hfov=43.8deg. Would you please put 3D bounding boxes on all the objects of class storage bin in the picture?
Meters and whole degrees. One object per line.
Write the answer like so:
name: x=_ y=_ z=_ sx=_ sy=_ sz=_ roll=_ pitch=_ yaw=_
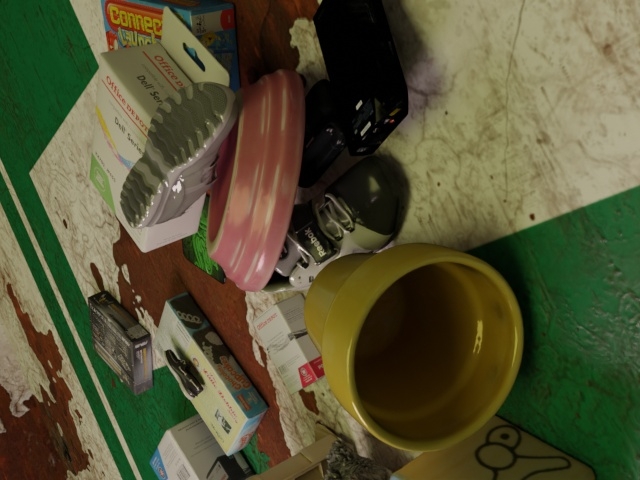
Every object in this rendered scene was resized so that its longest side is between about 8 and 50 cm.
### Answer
storage bin: x=-0.071 y=0.501 z=1.444 sx=0.123 sy=0.262 sz=0.260 roll=28 pitch=129 yaw=46

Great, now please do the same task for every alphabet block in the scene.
alphabet block: x=0.225 y=0.379 z=1.062 sx=0.192 sy=0.197 sz=0.193 roll=26 pitch=128 yaw=43

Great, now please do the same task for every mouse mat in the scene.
mouse mat: x=-0.240 y=-0.018 z=1.606 sx=0.152 sy=0.007 sz=0.190 roll=29 pitch=131 yaw=41

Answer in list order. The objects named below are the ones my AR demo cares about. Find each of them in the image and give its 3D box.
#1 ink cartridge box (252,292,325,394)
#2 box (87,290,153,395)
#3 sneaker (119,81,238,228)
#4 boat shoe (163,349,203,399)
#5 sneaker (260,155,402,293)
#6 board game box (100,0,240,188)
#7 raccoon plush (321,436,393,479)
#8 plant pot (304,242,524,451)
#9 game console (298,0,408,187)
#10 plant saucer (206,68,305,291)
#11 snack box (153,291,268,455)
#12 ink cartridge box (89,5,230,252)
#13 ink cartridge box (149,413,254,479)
ink cartridge box: x=-0.044 y=0.183 z=1.413 sx=0.150 sy=0.063 sz=0.109 roll=61 pitch=144 yaw=9
box: x=-0.522 y=0.265 z=2.079 sx=0.231 sy=0.056 sz=0.183 roll=35 pitch=134 yaw=37
sneaker: x=-0.193 y=-0.128 z=1.171 sx=0.281 sy=0.115 sz=0.105 roll=-44 pitch=67 yaw=38
boat shoe: x=-0.293 y=0.280 z=1.704 sx=0.125 sy=0.038 sz=0.046 roll=55 pitch=-175 yaw=25
sneaker: x=0.000 y=0.000 z=1.191 sx=0.122 sy=0.146 sz=0.330 roll=58 pitch=142 yaw=15
board game box: x=-0.264 y=-0.281 z=1.421 sx=0.308 sy=0.086 sz=0.302 roll=25 pitch=128 yaw=43
raccoon plush: x=-0.020 y=0.543 z=1.298 sx=0.216 sy=0.446 sz=0.299 roll=20 pitch=138 yaw=61
plant pot: x=0.096 y=0.118 z=1.063 sx=0.239 sy=0.254 sz=0.254 roll=21 pitch=126 yaw=63
game console: x=0.013 y=-0.196 z=1.124 sx=0.361 sy=0.044 sz=0.213 roll=136 pitch=123 yaw=-62
plant saucer: x=-0.105 y=-0.092 z=1.177 sx=0.332 sy=0.084 sz=0.332 roll=-171 pitch=90 yaw=-76
snack box: x=-0.246 y=0.291 z=1.735 sx=0.322 sy=0.060 sz=0.187 roll=51 pitch=142 yaw=20
ink cartridge box: x=-0.275 y=-0.178 z=1.315 sx=0.207 sy=0.119 sz=0.353 roll=49 pitch=141 yaw=25
ink cartridge box: x=-0.247 y=0.575 z=1.833 sx=0.307 sy=0.129 sz=0.223 roll=54 pitch=142 yaw=17
